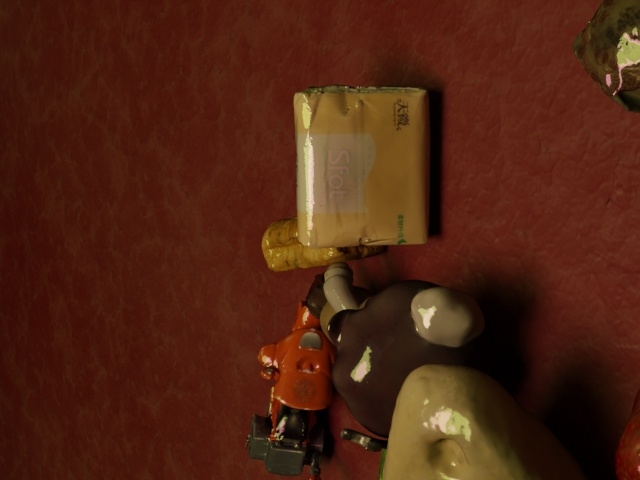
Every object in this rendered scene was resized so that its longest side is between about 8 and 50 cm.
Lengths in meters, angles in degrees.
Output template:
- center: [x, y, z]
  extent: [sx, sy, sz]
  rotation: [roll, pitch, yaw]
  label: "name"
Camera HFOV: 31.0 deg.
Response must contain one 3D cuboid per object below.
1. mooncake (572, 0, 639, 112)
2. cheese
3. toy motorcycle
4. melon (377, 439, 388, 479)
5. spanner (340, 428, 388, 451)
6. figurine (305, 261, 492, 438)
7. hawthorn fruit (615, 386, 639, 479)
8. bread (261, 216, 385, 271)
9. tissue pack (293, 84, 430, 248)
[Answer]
- center: [0.333, -0.217, 1.232]
  extent: [0.125, 0.073, 0.130]
  rotation: [61, 139, 33]
  label: "mooncake"
- center: [0.144, 0.292, 1.376]
  extent: [0.351, 0.130, 0.328]
  rotation: [-14, 119, 36]
  label: "cheese"
- center: [-0.033, 0.238, 1.807]
  extent: [0.221, 0.147, 0.326]
  rotation: [-87, 7, -60]
  label: "toy motorcycle"
- center: [0.147, 0.341, 1.590]
  extent: [0.209, 0.118, 0.064]
  rotation: [36, 108, 64]
  label: "melon"
- center: [0.107, 0.274, 1.520]
  extent: [0.054, 0.254, 0.015]
  rotation: [18, 86, 36]
  label: "spanner"
- center: [0.106, 0.125, 1.560]
  extent: [0.218, 0.206, 0.365]
  rotation: [59, -178, -22]
  label: "figurine"
- center: [0.417, 0.217, 1.028]
  extent: [0.300, 0.254, 0.254]
  rotation: [-5, 91, 44]
  label: "hawthorn fruit"
- center: [0.000, 0.000, 1.749]
  extent: [0.211, 0.113, 0.083]
  rotation: [-7, 87, 55]
  label: "bread"
- center: [0.056, -0.102, 1.580]
  extent: [0.090, 0.186, 0.222]
  rotation: [-100, 10, -77]
  label: "tissue pack"
